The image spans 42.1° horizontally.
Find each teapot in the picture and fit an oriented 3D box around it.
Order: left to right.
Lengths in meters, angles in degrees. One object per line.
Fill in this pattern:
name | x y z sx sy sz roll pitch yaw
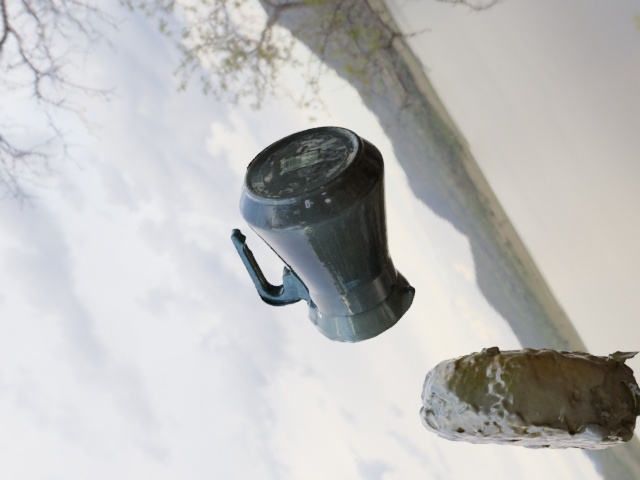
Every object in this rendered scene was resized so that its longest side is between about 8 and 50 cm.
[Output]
teapot | 0.000 0.000 0.976 0.171 0.203 0.225 -78 -28 -51

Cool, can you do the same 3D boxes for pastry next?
pastry | 0.295 0.232 1.215 0.330 0.330 0.136 36 -125 -61
